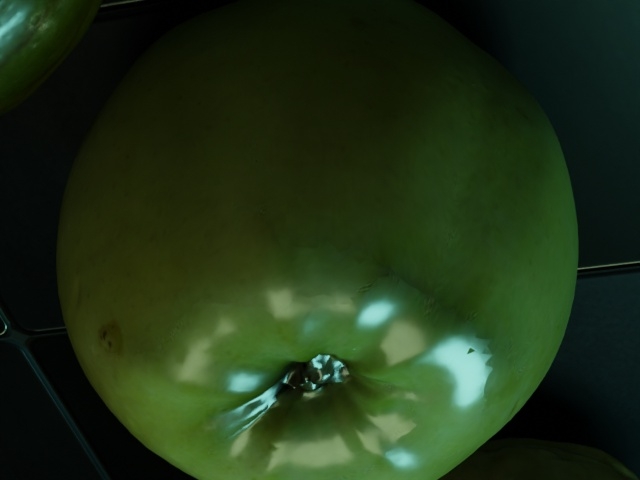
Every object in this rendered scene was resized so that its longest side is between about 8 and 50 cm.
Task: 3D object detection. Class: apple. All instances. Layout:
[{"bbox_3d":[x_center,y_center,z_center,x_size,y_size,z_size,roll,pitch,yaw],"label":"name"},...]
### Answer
[{"bbox_3d":[0.000,0.000,0.760,0.262,0.262,0.262,3,137,3],"label":"apple"}]

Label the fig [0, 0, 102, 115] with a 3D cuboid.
[{"bbox_3d":[-0.134,-0.164,0.704,0.259,0.151,0.151,-37,127,4],"label":"fig"}]

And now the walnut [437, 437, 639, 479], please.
[{"bbox_3d":[0.128,0.245,1.018,0.257,0.257,0.224,-14,97,21],"label":"walnut"}]
